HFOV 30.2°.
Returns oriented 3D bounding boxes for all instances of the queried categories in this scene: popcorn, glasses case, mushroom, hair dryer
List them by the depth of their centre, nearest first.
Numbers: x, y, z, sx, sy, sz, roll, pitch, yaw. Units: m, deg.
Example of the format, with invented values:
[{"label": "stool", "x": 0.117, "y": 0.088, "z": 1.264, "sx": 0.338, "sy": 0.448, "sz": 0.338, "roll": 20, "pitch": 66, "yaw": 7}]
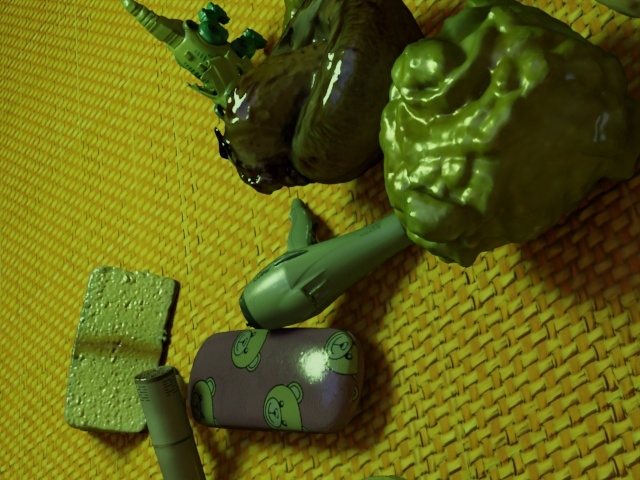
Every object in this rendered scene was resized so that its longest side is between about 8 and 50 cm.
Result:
[{"label": "popcorn", "x": 0.162, "y": -0.103, "z": 1.147, "sx": 0.250, "sy": 0.235, "sz": 0.242, "roll": -44, "pitch": 16, "yaw": 4}, {"label": "mushroom", "x": 0.009, "y": -0.170, "z": 1.393, "sx": 0.283, "sy": 0.195, "sz": 0.263, "roll": -43, "pitch": 34, "yaw": 9}, {"label": "hair dryer", "x": 0.022, "y": 0.001, "z": 1.408, "sx": 0.219, "sy": 0.088, "sz": 0.225, "roll": -16, "pitch": 34, "yaw": 32}, {"label": "glasses case", "x": -0.060, "y": 0.168, "z": 1.427, "sx": 0.316, "sy": 0.075, "sz": 0.123, "roll": -9, "pitch": 68, "yaw": 50}, {"label": "hair dryer", "x": -0.194, "y": 0.244, "z": 1.567, "sx": 0.220, "sy": 0.053, "sz": 0.195, "roll": -135, "pitch": 30, "yaw": -80}]

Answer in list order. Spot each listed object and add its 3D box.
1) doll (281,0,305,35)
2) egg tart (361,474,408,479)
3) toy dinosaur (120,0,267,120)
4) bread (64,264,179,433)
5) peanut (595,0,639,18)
[{"label": "doll", "x": -0.004, "y": -0.345, "z": 1.601, "sx": 0.137, "sy": 0.097, "sz": 0.210, "roll": -84, "pitch": 6, "yaw": -73}, {"label": "egg tart", "x": 0.000, "y": 0.355, "z": 1.182, "sx": 0.290, "sy": 0.115, "sz": 0.290, "roll": -38, "pitch": 31, "yaw": 27}, {"label": "toy dinosaur", "x": -0.171, "y": -0.272, "z": 1.653, "sx": 0.094, "sy": 0.259, "sz": 0.153, "roll": -39, "pitch": 20, "yaw": 32}, {"label": "bread", "x": -0.296, "y": 0.170, "z": 1.771, "sx": 0.178, "sy": 0.135, "sz": 0.240, "roll": 117, "pitch": 162, "yaw": -77}, {"label": "peanut", "x": 0.284, "y": -0.307, "z": 1.117, "sx": 0.170, "sy": 0.192, "sz": 0.387, "roll": -58, "pitch": 30, "yaw": 11}]
